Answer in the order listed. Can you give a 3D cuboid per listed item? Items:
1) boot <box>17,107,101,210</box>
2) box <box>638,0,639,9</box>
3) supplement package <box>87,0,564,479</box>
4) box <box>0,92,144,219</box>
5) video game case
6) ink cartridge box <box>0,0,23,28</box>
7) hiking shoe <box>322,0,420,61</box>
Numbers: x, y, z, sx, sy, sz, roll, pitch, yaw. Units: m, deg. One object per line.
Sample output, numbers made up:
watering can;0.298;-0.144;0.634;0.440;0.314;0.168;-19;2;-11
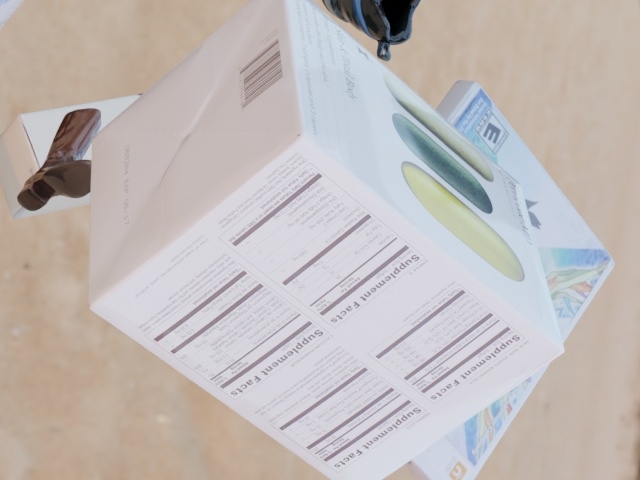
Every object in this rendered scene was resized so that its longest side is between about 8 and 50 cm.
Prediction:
boot;-0.212;-0.083;1.665;0.037;0.106;0.114;52;44;-26
box;0.437;-0.298;1.899;0.182;0.181;0.119;-56;154;-15
supplement package;0.000;0.000;1.314;0.263;0.198;0.199;39;26;-30
box;-0.232;-0.107;2.182;0.113;0.275;0.094;-37;-110;52
video game case;0.140;0.055;1.920;0.300;0.036;0.329;48;68;-33
ink cartridge box;-0.389;-0.334;1.970;0.117;0.201;0.278;-33;176;-44
hiking shoe;0.113;-0.358;2.087;0.113;0.132;0.304;2;121;-38
